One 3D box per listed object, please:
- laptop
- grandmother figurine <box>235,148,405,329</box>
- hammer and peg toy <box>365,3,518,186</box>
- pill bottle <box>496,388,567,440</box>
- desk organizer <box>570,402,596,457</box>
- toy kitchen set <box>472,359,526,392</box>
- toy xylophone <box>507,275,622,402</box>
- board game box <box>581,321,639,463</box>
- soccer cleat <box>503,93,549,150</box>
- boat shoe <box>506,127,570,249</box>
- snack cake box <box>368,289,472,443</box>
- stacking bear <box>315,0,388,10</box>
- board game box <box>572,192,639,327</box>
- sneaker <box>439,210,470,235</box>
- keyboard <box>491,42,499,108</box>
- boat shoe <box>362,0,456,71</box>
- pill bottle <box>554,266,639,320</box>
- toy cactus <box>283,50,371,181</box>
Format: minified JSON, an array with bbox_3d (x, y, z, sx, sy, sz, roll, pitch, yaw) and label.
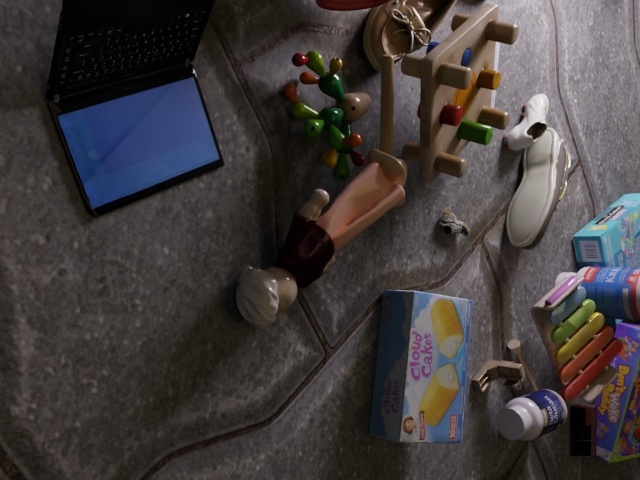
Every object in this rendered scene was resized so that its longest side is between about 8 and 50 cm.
[{"bbox_3d":[-0.209,-0.192,0.939,0.234,0.264,0.137,-30,73,-41],"label":"laptop"},{"bbox_3d":[0.000,0.000,1.136,0.342,0.104,0.208,-45,145,-22],"label":"grandmother figurine"},{"bbox_3d":[0.224,-0.243,1.312,0.361,0.127,0.266,-44,143,-36],"label":"hammer and peg toy"},{"bbox_3d":[0.463,0.387,1.616,0.169,0.094,0.094,-3,92,-44],"label":"pill bottle"},{"bbox_3d":[0.659,0.479,1.840,0.050,0.047,0.130,2,88,-42],"label":"desk organizer"},{"bbox_3d":[0.381,0.303,1.545,0.075,0.083,0.068,-38,114,-38],"label":"toy kitchen set"},{"bbox_3d":[0.563,0.242,1.682,0.236,0.081,0.323,-45,119,-13],"label":"toy xylophone"},{"bbox_3d":[0.814,0.394,1.917,0.233,0.078,0.347,9,97,-44],"label":"board game box"},{"bbox_3d":[0.486,-0.267,1.661,0.196,0.076,0.068,-50,122,-33],"label":"soccer cleat"},{"bbox_3d":[0.498,-0.107,1.649,0.091,0.109,0.305,35,62,-33],"label":"boat shoe"},{"bbox_3d":[0.184,0.229,1.336,0.152,0.089,0.265,11,82,-35],"label":"snack cake box"},{"bbox_3d":[0.033,-0.537,1.175,0.164,0.175,0.289,-15,91,-22],"label":"stacking bear"},{"bbox_3d":[0.803,0.046,1.964,0.336,0.079,0.254,-28,109,-41],"label":"board game box"},{"bbox_3d":[0.268,-0.026,1.482,0.083,0.032,0.037,33,80,-34],"label":"sneaker"},{"bbox_3d":[0.355,-0.350,1.582,0.072,0.014,0.256,12,81,-38],"label":"keyboard"},{"bbox_3d":[0.174,-0.418,1.349,0.105,0.089,0.285,53,56,-30],"label":"boat shoe"},{"bbox_3d":[0.676,0.124,1.740,0.124,0.221,0.124,1,89,-45],"label":"pill bottle"},{"bbox_3d":[0.033,-0.216,1.215,0.180,0.112,0.219,-36,105,-49],"label":"toy cactus"}]
